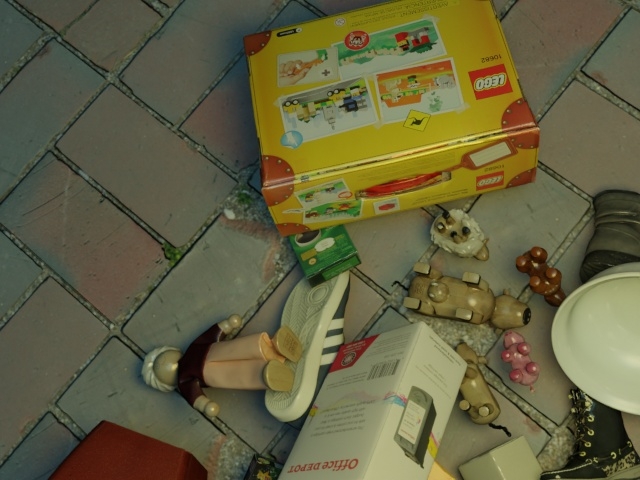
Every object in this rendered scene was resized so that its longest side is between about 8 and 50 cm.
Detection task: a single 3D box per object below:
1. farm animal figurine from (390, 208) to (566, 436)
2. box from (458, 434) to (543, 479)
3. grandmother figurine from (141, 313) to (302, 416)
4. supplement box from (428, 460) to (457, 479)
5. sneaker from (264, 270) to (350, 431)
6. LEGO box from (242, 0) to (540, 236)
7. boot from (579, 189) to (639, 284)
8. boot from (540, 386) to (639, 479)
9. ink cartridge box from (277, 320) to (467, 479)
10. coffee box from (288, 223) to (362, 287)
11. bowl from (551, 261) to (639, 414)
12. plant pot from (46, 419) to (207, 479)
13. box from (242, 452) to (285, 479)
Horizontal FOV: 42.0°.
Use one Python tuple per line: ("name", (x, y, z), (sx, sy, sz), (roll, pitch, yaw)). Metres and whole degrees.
("farm animal figurine", (0.290, 0.145, 1.545), (0.327, 0.172, 0.330), (30, 89, 27))
("box", (0.359, 0.490, 1.447), (0.094, 0.113, 0.275), (-14, 71, -34))
("grandmother figurine", (-0.198, 0.226, 1.558), (0.342, 0.104, 0.208), (-12, 38, 33))
("supplement box", (0.151, 0.468, 1.451), (0.129, 0.194, 0.191), (41, 84, 15))
("sneaker", (0.004, 0.206, 1.592), (0.131, 0.148, 0.350), (-12, 46, 40))
("LEGO box", (0.125, -0.255, 1.614), (0.500, 0.193, 0.372), (-12, 61, 5))
("boot", (0.655, 0.023, 1.521), (0.338, 0.118, 0.222), (22, 54, 9))
("boot", (0.457, 0.344, 1.461), (0.236, 0.085, 0.178), (2, 67, -31))
("ink cartridge box", (0.087, 0.306, 1.382), (0.131, 0.226, 0.306), (42, 52, -21))
("coffee box", (0.000, 0.000, 1.636), (0.113, 0.040, 0.184), (-27, 44, 0))
("bowl", (0.553, 0.143, 1.409), (0.298, 0.298, 0.134), (22, 40, 13))
("plant pot", (-0.343, 0.476, 1.496), (0.267, 0.267, 0.235), (17, 67, 12))
("box", (-0.089, 0.519, 1.495), (0.159, 0.044, 0.233), (23, 91, -12))
